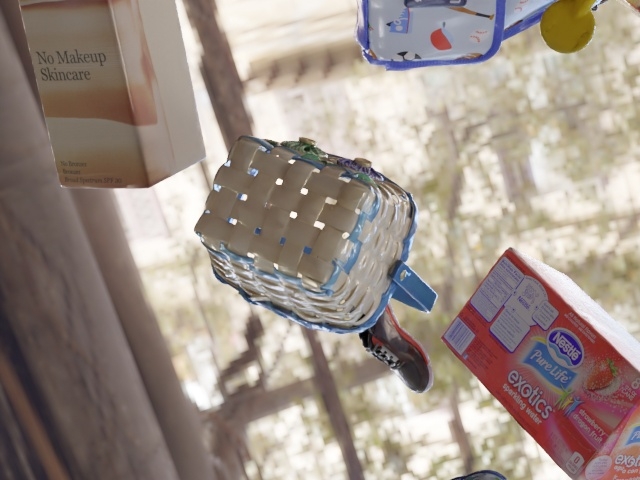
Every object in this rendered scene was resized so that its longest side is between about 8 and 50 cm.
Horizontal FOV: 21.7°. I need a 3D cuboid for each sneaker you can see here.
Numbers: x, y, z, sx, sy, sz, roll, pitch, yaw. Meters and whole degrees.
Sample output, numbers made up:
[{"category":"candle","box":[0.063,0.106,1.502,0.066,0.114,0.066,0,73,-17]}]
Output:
[{"category":"sneaker","box":[0.080,0.136,2.130,0.065,0.158,0.061,-34,178,-44]}]

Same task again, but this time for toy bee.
[{"category":"toy bee","box":[0.313,-0.272,1.646,0.162,0.195,0.298,41,-149,27]}]

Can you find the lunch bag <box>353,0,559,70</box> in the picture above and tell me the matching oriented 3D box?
[{"category":"lunch bag","box":[0.216,-0.443,2.394,0.385,0.328,0.239,-28,-127,-21]}]

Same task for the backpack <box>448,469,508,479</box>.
[{"category":"backpack","box":[0.163,0.302,1.796,0.114,0.105,0.084,-32,-157,7]}]

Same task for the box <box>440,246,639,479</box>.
[{"category":"box","box":[0.306,0.160,2.031,0.154,0.142,0.300,-56,-137,12]}]

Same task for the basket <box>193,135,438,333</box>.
[{"category":"basket","box":[0.000,0.000,1.939,0.255,0.289,0.201,22,-101,18]}]

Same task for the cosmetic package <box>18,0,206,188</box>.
[{"category":"cosmetic package","box":[-0.258,-0.221,2.040,0.153,0.296,0.129,1,-159,34]}]
